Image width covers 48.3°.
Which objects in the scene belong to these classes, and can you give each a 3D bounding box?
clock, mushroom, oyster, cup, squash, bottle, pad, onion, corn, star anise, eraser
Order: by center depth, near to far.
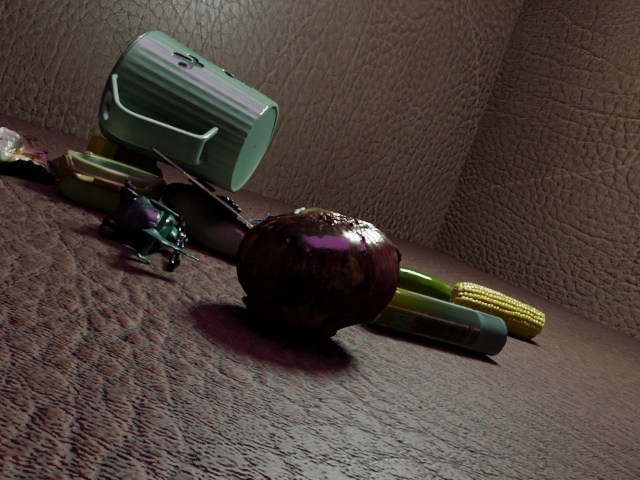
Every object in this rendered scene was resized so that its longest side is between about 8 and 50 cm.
[{"bbox_3d":[-0.005,0.050,1.052,0.246,0.190,0.246,-1,3,0],"label":"onion"},{"bbox_3d":[0.220,0.152,1.347,0.286,0.082,0.082,17,6,-23],"label":"bottle"},{"bbox_3d":[-0.243,-0.036,1.562,0.109,0.097,0.351,-2,21,-37],"label":"mushroom"},{"bbox_3d":[-0.218,-0.088,1.566,0.330,0.004,0.220,38,-2,4],"label":"pad"},{"bbox_3d":[-0.718,-0.200,1.573,0.201,0.107,0.354,42,0,18],"label":"oyster"},{"bbox_3d":[-0.469,-0.122,1.580,0.234,0.096,0.308,20,5,-12],"label":"clock"},{"bbox_3d":[0.447,0.178,1.812,0.244,0.094,0.093,19,6,-4],"label":"corn"},{"bbox_3d":[-0.618,-0.179,1.823,0.129,0.056,0.124,19,5,-2],"label":"star anise"},{"bbox_3d":[-0.357,-0.297,1.826,0.392,0.401,0.310,28,-37,5],"label":"cup"},{"bbox_3d":[0.259,0.116,1.895,0.257,0.069,0.069,18,6,-2],"label":"squash"},{"bbox_3d":[-0.597,-0.215,1.912,0.045,0.123,0.097,18,6,-42],"label":"eraser"}]

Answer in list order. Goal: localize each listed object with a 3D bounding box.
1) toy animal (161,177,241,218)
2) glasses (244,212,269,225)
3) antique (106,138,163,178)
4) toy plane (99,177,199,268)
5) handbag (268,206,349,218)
[{"bbox_3d":[-0.311,-0.108,1.876,0.218,0.116,0.179,12,7,-4],"label":"toy animal"},{"bbox_3d":[-0.176,-0.049,2.056,0.103,0.063,0.140,15,6,-30],"label":"glasses"},{"bbox_3d":[-0.522,-0.189,1.962,0.125,0.150,0.284,13,16,-30],"label":"antique"},{"bbox_3d":[-0.299,-0.027,1.267,0.155,0.107,0.381,30,-3,-16],"label":"toy plane"},{"bbox_3d":[0.000,0.000,1.760,0.283,0.149,0.302,22,8,1],"label":"handbag"}]
